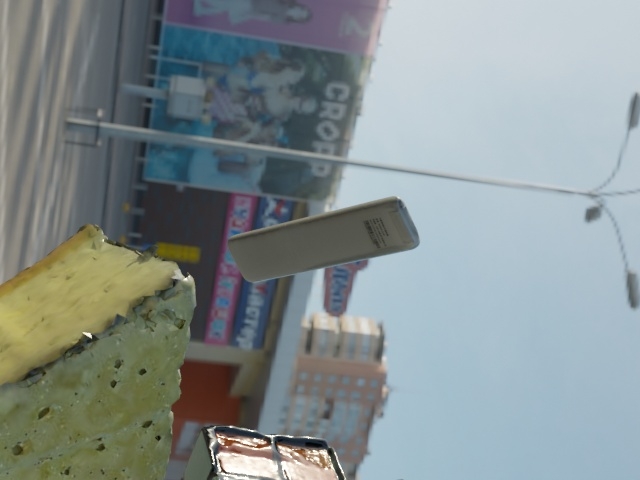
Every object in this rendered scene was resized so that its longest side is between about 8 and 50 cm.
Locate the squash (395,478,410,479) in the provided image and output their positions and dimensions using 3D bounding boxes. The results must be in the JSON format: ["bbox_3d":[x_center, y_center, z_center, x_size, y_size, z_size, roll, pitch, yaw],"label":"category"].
[{"bbox_3d":[0.125,0.307,1.174,0.183,0.052,0.052,163,-65,-65],"label":"squash"}]

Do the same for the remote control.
[{"bbox_3d":[0.000,0.000,1.196,0.029,0.260,0.067,-48,117,-48],"label":"remote control"}]

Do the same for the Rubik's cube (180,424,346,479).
[{"bbox_3d":[-0.071,0.343,1.198,0.167,0.183,0.180,-68,-153,24],"label":"Rubik's cube"}]

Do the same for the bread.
[{"bbox_3d":[-0.289,0.099,0.800,0.248,0.315,0.279,20,-88,48],"label":"bread"}]
